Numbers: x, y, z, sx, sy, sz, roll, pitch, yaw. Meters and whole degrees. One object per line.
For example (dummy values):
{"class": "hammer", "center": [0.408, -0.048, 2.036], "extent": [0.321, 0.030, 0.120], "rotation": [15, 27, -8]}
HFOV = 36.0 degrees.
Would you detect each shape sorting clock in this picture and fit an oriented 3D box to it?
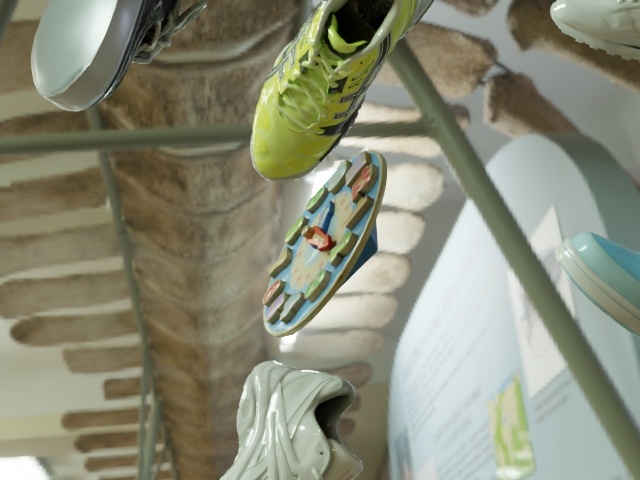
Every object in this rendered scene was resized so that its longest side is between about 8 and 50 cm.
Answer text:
{"class": "shape sorting clock", "center": [0.000, 0.000, 0.964], "extent": [0.040, 0.206, 0.206], "rotation": [34, -39, -19]}

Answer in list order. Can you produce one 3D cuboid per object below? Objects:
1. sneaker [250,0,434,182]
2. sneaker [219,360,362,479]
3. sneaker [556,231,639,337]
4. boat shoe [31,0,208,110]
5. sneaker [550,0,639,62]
{"class": "sneaker", "center": [0.006, -0.237, 1.301], "extent": [0.384, 0.145, 0.147], "rotation": [-57, -8, 25]}
{"class": "sneaker", "center": [-0.024, 0.211, 0.847], "extent": [0.115, 0.232, 0.090], "rotation": [-4, -29, 26]}
{"class": "sneaker", "center": [0.436, 0.028, 1.082], "extent": [0.319, 0.127, 0.208], "rotation": [28, -67, -11]}
{"class": "boat shoe", "center": [-0.165, -0.211, 0.855], "extent": [0.113, 0.306, 0.105], "rotation": [-30, -48, 25]}
{"class": "sneaker", "center": [0.384, -0.256, 1.127], "extent": [0.235, 0.090, 0.094], "rotation": [14, -54, 7]}
